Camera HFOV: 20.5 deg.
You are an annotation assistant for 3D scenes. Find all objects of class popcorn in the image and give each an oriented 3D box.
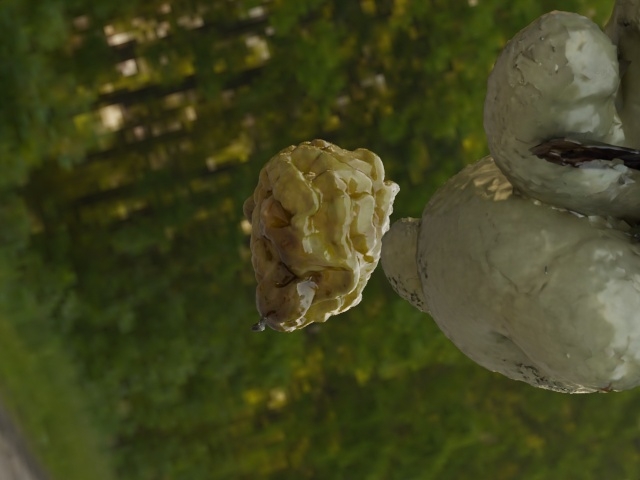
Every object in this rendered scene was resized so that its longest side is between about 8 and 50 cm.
[{"bbox_3d":[-0.001,-0.011,1.704,0.163,0.140,0.194,-95,-165,-56],"label":"popcorn"}]

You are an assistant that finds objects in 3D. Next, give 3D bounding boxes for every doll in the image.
[{"bbox_3d":[0.146,-0.040,0.731,0.149,0.175,0.278,-82,-166,-57],"label":"doll"}]
